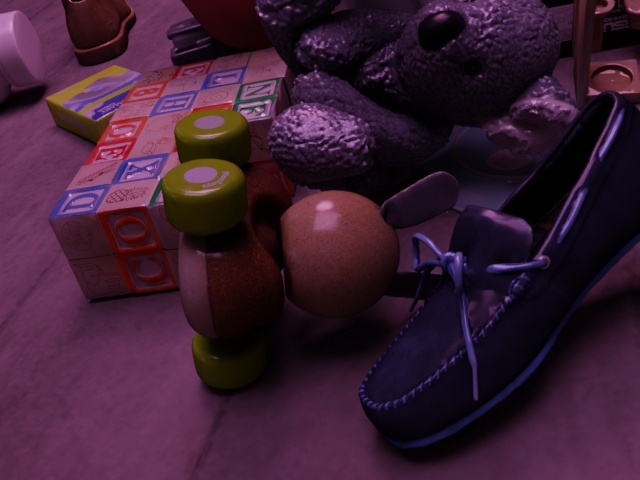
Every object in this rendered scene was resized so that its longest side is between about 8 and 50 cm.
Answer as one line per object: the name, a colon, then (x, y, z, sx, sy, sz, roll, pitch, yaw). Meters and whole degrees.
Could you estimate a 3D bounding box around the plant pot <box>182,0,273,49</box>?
plant pot: (-0.090, -0.368, 0.902, 0.274, 0.243, 0.275, -7, 59, 11)

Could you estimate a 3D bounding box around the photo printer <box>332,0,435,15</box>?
photo printer: (0.061, -0.324, 0.745, 0.107, 0.307, 0.256, 0, 61, 23)

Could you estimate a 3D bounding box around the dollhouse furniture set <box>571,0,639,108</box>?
dollhouse furniture set: (0.314, -0.221, 0.740, 0.151, 0.123, 0.144, -2, 50, 13)

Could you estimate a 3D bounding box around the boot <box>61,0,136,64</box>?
boot: (-0.373, -0.391, 1.307, 0.112, 0.115, 0.305, -20, 32, -5)

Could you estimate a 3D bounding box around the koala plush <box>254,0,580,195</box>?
koala plush: (0.091, -0.138, 0.647, 0.221, 0.203, 0.196, -15, 71, 24)

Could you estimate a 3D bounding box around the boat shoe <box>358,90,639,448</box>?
boat shoe: (0.109, 0.009, 0.496, 0.258, 0.089, 0.109, -46, 26, -18)

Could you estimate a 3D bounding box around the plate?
plate: (0.181, -0.080, 0.701, 0.188, 0.024, 0.188, -10, 33, 7)

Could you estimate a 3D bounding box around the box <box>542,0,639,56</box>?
box: (0.310, -0.277, 0.892, 0.180, 0.078, 0.147, -8, 34, 10)

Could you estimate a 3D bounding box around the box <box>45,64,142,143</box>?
box: (-0.254, -0.166, 0.989, 0.109, 0.042, 0.178, -34, 37, -26)

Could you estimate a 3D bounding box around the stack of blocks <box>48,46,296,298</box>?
stack of blocks: (-0.114, -0.077, 0.757, 0.171, 0.087, 0.297, -8, 34, 11)

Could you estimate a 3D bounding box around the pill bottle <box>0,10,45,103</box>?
pill bottle: (-0.525, -0.244, 1.125, 0.245, 0.136, 0.136, -13, 33, 3)

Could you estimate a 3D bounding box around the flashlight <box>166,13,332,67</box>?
flashlight: (-0.045, -0.294, 1.049, 0.304, 0.103, 0.103, -16, 70, 6)

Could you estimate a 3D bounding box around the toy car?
toy car: (0.000, 0.000, 0.551, 0.188, 0.155, 0.149, -4, 34, 0)
